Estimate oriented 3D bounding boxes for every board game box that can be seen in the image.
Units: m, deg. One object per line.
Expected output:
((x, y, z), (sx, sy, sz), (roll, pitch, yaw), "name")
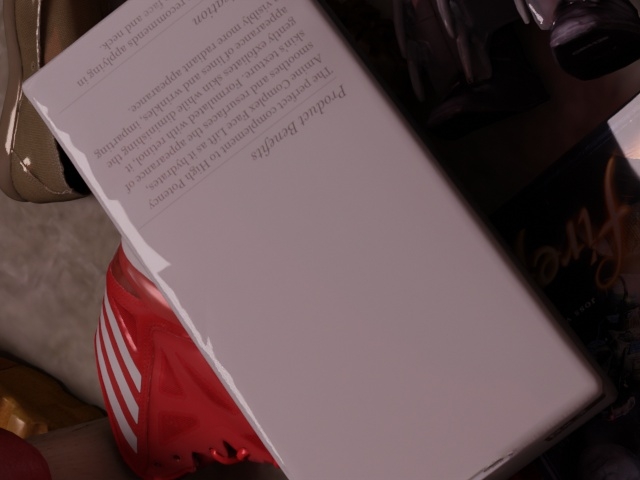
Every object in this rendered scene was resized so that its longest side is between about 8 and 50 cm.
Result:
((0.169, 0.011, 0.691), (0.243, 0.042, 0.165), (-42, 71, 31), "board game box")

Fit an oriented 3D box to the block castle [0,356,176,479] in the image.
((-0.290, 0.237, 0.902), (0.303, 0.213, 0.453), (28, 109, 26), "block castle")

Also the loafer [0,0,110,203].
((-0.118, -0.085, 0.861), (0.050, 0.056, 0.148), (19, 114, 27), "loafer")

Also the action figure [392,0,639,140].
((0.044, -0.191, 0.729), (0.185, 0.099, 0.285), (-27, 78, 35), "action figure")

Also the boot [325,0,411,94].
((-0.036, -0.093, 0.809), (0.158, 0.059, 0.085), (44, 119, 19), "boot")

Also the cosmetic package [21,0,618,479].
((0.000, 0.000, 0.705), (0.117, 0.085, 0.231), (-36, 77, 7), "cosmetic package")

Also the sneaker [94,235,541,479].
((-0.010, 0.078, 0.813), (0.221, 0.087, 0.128), (41, 132, 19), "sneaker")
